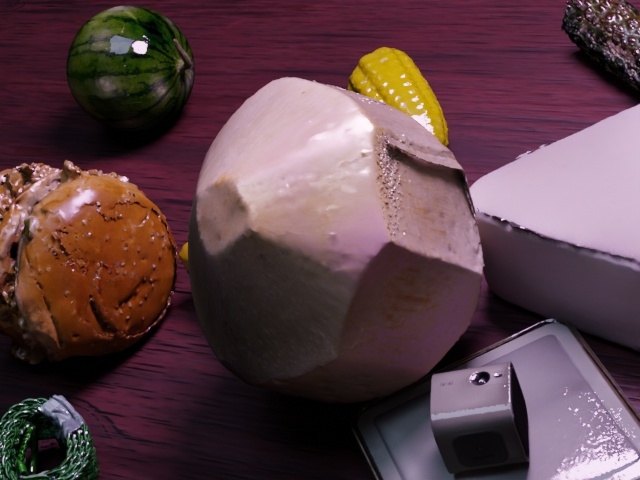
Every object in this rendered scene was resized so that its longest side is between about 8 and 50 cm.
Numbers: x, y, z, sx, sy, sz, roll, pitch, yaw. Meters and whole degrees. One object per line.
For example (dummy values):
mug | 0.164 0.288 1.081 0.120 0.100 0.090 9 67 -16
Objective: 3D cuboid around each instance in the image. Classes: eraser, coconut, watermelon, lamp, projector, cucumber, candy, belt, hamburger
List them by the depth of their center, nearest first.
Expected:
projector | 0.158 0.176 1.501 0.082 0.083 0.083 -11 39 15
lamp | 0.188 0.212 1.551 0.269 0.047 0.266 -25 38 -3
coconut | 0.000 0.000 1.620 0.352 0.352 0.352 -14 38 11
eraser | 0.354 -0.001 1.648 0.331 0.150 0.331 -14 35 10
belt | -0.315 0.253 1.732 0.121 0.079 0.151 -13 48 -5
hamburger | -0.314 0.017 1.889 0.211 0.245 0.260 15 32 40
cucumber | 0.434 -0.216 1.920 0.096 0.096 0.359 -28 40 -7
candy | 0.112 -0.172 2.020 0.106 0.094 0.199 -22 43 -9
watermelon | -0.267 -0.252 2.224 0.214 0.188 0.188 0 43 27

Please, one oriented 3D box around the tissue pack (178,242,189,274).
tissue pack | -0.082 0.039 1.864 0.120 0.082 0.169 -34 39 -15
